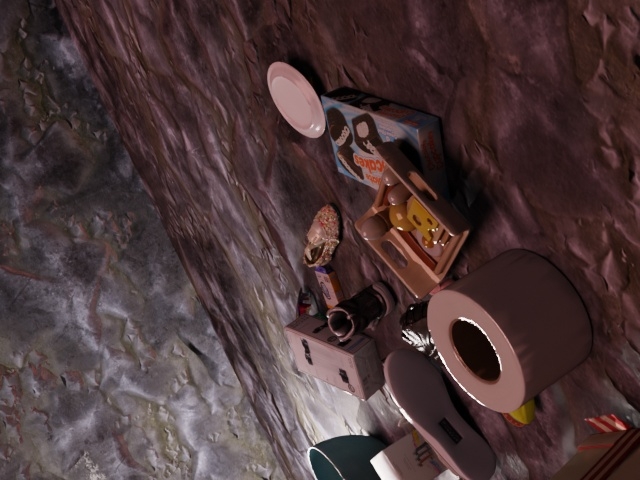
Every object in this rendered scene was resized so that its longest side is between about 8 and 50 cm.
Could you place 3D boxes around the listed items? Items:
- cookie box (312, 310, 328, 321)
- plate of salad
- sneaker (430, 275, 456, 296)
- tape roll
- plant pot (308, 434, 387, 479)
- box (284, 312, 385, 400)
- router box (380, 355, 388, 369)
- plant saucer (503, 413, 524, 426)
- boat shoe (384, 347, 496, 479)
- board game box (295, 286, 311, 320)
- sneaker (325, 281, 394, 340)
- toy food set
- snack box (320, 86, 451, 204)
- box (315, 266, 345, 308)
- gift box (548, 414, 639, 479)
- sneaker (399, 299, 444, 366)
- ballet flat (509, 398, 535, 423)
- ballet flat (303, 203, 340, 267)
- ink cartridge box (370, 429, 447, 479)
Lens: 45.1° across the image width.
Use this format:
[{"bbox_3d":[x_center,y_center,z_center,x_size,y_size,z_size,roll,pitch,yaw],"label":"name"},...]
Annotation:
[{"bbox_3d":[0.011,0.284,2.347,0.107,0.040,0.092,50,153,25],"label":"cookie box"},{"bbox_3d":[-0.051,-0.331,1.799,0.200,0.048,0.200,40,155,24],"label":"plate of salad"},{"bbox_3d":[0.237,0.076,1.631,0.070,0.051,0.134,64,162,-17],"label":"sneaker"},{"bbox_3d":[0.332,0.159,1.373,0.246,0.169,0.246,47,153,33],"label":"tape roll"},{"bbox_3d":[0.122,0.718,2.390,0.290,0.195,0.290,46,153,33],"label":"plant pot"},{"bbox_3d":[0.038,0.329,2.212,0.290,0.087,0.169,14,129,46],"label":"box"},{"bbox_3d":[0.214,0.356,2.001,0.122,0.038,0.092,8,122,62],"label":"router box"},{"bbox_3d":[0.406,0.354,1.629,0.083,0.013,0.083,45,151,33],"label":"plant saucer"},{"bbox_3d":[0.270,0.428,1.871,0.367,0.136,0.156,50,159,5],"label":"boat shoe"},{"bbox_3d":[-0.048,0.230,2.364,0.169,0.033,0.133,85,-169,-47],"label":"board game box"},{"bbox_3d":[0.078,0.192,1.962,0.101,0.153,0.268,59,157,9],"label":"sneaker"},{"bbox_3d":[0.160,-0.028,1.486,0.220,0.092,0.306,50,161,17],"label":"toy food set"},{"bbox_3d":[0.128,-0.188,1.560,0.322,0.060,0.187,31,144,50],"label":"snack box"},{"bbox_3d":[0.028,0.131,2.163,0.081,0.028,0.136,13,124,61],"label":"box"},{"bbox_3d":[0.493,0.433,1.215,0.276,0.258,0.255,-25,93,59],"label":"gift box"},{"bbox_3d":[0.232,0.173,1.603,0.130,0.109,0.286,24,150,10],"label":"sneaker"},{"bbox_3d":[0.368,0.256,1.535,0.231,0.077,0.077,59,140,13],"label":"ballet flat"},{"bbox_3d":[0.000,0.000,2.015,0.091,0.077,0.241,52,154,26],"label":"ballet flat"},{"bbox_3d":[0.246,0.568,1.993,0.127,0.176,0.128,57,156,19],"label":"ink cartridge box"}]
